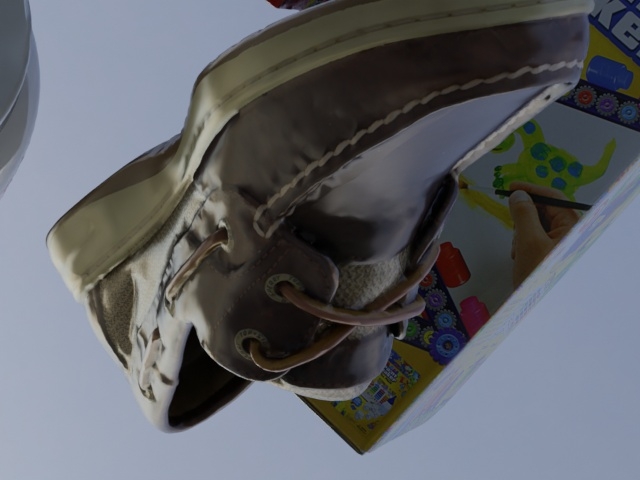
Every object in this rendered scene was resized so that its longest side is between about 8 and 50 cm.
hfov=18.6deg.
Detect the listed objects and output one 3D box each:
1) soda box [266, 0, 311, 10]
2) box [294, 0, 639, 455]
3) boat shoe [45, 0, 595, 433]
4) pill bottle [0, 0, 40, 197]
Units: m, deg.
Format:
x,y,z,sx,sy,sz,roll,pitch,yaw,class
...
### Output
x,y,z,sx,sy,sz,roll,pitch,yaw,class
0.027,-0.265,1.149,0.092,0.083,0.263,39,-71,19,soda box
0.078,-0.052,1.086,0.177,0.290,0.279,44,-83,8,box
0.000,0.000,0.749,0.342,0.123,0.123,-31,-106,53,boat shoe
-0.280,-0.081,1.177,0.363,0.210,0.210,149,-77,-72,pill bottle
